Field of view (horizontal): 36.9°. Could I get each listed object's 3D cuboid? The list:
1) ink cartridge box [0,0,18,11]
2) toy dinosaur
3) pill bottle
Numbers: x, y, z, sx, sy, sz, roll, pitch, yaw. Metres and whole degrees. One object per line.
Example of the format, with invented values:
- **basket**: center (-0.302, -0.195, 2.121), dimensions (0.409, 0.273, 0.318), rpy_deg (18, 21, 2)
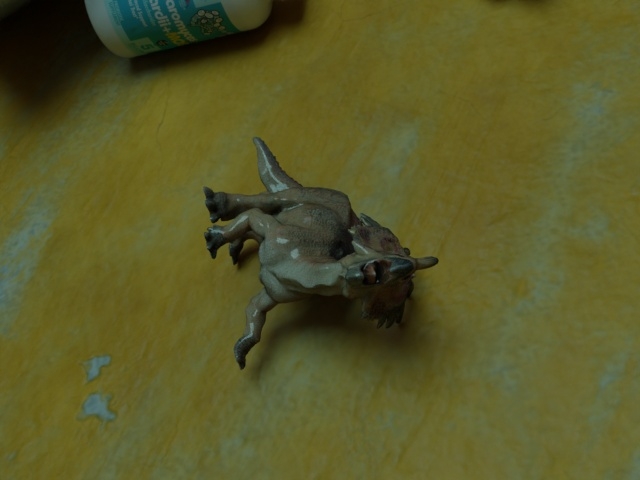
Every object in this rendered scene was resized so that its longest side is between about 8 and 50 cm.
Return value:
- **ink cartridge box**: center (-0.398, -0.393, 1.320), dimensions (0.308, 0.091, 0.385), rpy_deg (-33, 16, -6)
- **toy dinosaur**: center (0.000, 0.000, 0.925), dimensions (0.200, 0.127, 0.296), rpy_deg (-13, 36, 3)
- **pill bottle**: center (-0.162, -0.333, 1.245), dimensions (0.264, 0.146, 0.146), rpy_deg (-10, 49, 17)
